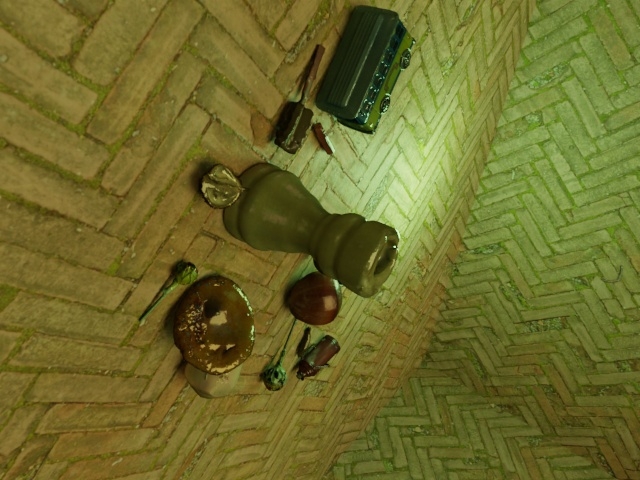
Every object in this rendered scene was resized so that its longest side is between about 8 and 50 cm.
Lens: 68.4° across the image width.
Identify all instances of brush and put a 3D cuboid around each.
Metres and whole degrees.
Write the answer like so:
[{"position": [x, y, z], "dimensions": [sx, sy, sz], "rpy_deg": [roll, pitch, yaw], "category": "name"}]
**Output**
[{"position": [-0.043, -0.385, 1.280], "dimensions": [0.084, 0.071, 0.301], "rpy_deg": [19, 93, -57], "category": "brush"}]

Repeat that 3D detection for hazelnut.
[{"position": [-0.018, 0.213, 1.715], "dimensions": [0.214, 0.176, 0.214], "rpy_deg": [-11, 118, -21], "category": "hazelnut"}]

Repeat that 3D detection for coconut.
[{"position": [-0.314, 0.385, 1.388], "dimensions": [0.171, 0.171, 0.183], "rpy_deg": [14, 96, -60], "category": "coconut"}]

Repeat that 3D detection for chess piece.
[{"position": [-0.021, -0.023, 1.229], "dimensions": [0.234, 0.442, 0.234], "rpy_deg": [-40, 144, -36], "category": "chess piece"}]

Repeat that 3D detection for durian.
[{"position": [-0.244, -0.136, 1.158], "dimensions": [0.140, 0.071, 0.110], "rpy_deg": [1, 109, -44], "category": "durian"}]

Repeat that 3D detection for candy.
[{"position": [-0.135, 0.432, 1.814], "dimensions": [0.083, 0.091, 0.305], "rpy_deg": [99, 13, -86], "category": "candy"}, {"position": [-0.387, 0.133, 1.190], "dimensions": [0.194, 0.058, 0.062], "rpy_deg": [-47, 140, -9], "category": "candy"}]

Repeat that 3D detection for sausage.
[{"position": [0.012, -0.311, 1.459], "dimensions": [0.030, 0.035, 0.147], "rpy_deg": [-29, 149, 6], "category": "sausage"}]

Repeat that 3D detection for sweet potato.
[{"position": [-0.062, 0.419, 1.952], "dimensions": [0.041, 0.038, 0.153], "rpy_deg": [-39, 149, -75], "category": "sweet potato"}]

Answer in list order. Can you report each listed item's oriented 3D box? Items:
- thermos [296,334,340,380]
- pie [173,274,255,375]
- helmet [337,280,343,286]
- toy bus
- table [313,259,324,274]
[{"position": [-0.023, 0.514, 2.043], "dimensions": [0.232, 0.099, 0.124], "rpy_deg": [-36, 105, -35], "category": "thermos"}, {"position": [-0.287, 0.232, 1.303], "dimensions": [0.273, 0.069, 0.273], "rpy_deg": [18, 62, -38], "category": "pie"}, {"position": [0.067, 0.144, 1.901], "dimensions": [0.111, 0.057, 0.089], "rpy_deg": [-35, 99, -46], "category": "helmet"}, {"position": [0.134, -0.490, 1.378], "dimensions": [0.190, 0.152, 0.312], "rpy_deg": [11, 104, -61], "category": "toy bus"}, {"position": [0.000, 0.000, 1.597], "dimensions": [0.167, 0.167, 0.227], "rpy_deg": [-57, 141, -10], "category": "table"}]
